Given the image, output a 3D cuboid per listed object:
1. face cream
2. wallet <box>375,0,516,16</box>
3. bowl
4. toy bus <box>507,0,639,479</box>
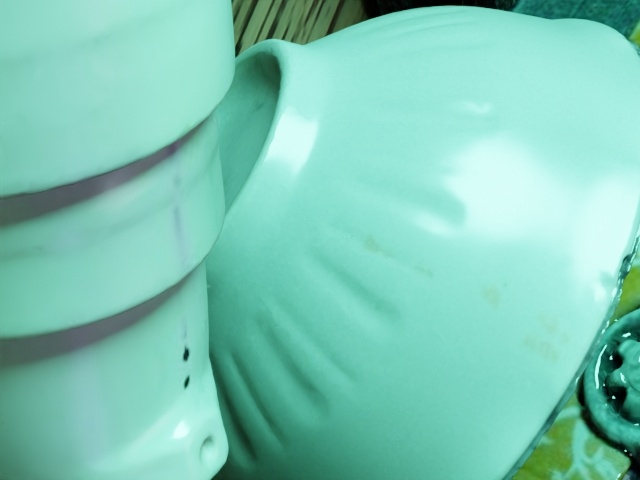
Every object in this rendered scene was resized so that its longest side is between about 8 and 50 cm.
[{"bbox_3d":[-0.073,-0.105,0.366,0.102,0.102,0.345,-50,142,-51],"label":"face cream"},{"bbox_3d":[0.061,-0.200,0.702,0.262,0.071,0.221,74,30,-56],"label":"wallet"},{"bbox_3d":[0.000,0.000,0.555,0.086,0.189,0.189,29,64,-21],"label":"bowl"},{"bbox_3d":[0.110,0.012,0.682,0.275,0.167,0.138,-57,144,-13],"label":"toy bus"}]
